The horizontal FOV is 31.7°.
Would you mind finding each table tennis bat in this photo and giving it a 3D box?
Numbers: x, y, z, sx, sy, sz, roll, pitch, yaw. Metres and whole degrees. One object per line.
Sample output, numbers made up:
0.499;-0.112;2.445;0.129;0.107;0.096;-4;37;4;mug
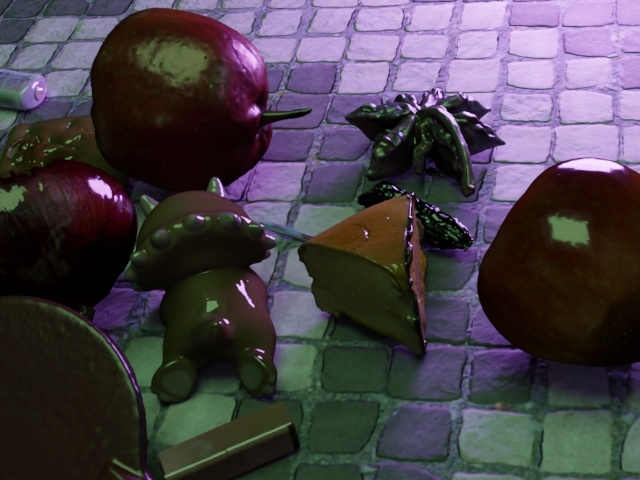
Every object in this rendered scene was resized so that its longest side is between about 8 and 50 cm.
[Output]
-0.274;0.216;1.163;0.414;0.051;0.268;26;83;19;table tennis bat

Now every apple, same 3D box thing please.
0.285;0.035;1.199;0.230;0.230;0.230;-6;41;6;apple

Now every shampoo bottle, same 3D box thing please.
-0.485;-0.240;1.802;0.099;0.043;0.072;10;46;22;shampoo bottle

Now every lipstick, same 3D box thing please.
-0.097;0.223;1.192;0.145;0.045;0.045;-22;43;-11;lipstick

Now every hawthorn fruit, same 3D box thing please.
-0.155;-0.187;1.521;0.300;0.254;0.254;2;43;10;hawthorn fruit

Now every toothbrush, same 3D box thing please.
0.000;0.000;1.442;0.193;0.019;0.013;15;48;29;toothbrush

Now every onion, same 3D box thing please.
-0.332;0.038;1.324;0.272;0.272;0.195;-21;69;-10;onion

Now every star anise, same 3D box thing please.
0.148;-0.142;1.514;0.231;0.089;0.209;25;53;39;star anise

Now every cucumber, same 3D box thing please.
0.122;-0.028;1.424;0.053;0.053;0.181;-37;48;-26;cucumber

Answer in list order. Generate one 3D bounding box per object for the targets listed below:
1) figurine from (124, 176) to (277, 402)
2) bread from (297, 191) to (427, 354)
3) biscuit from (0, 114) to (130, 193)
-0.137;0.041;1.309;0.177;0.173;0.247;-4;41;8;figurine
0.092;0.037;1.294;0.169;0.140;0.160;-30;39;-21;bread
-0.375;-0.077;1.595;0.217;0.044;0.325;-6;42;8;biscuit
